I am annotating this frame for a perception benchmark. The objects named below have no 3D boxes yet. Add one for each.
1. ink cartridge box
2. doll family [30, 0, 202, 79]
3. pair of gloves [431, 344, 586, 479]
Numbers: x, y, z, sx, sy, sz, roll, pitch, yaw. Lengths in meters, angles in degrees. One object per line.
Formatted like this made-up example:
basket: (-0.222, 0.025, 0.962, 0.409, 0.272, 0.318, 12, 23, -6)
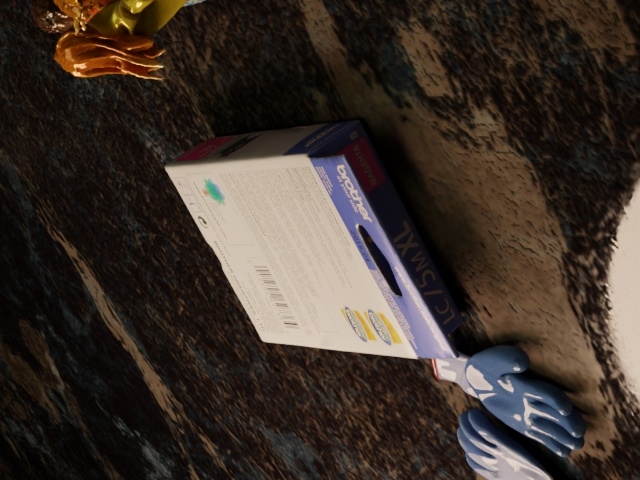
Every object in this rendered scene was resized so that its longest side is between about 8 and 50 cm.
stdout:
ink cartridge box: (0.000, 0.000, 1.293, 0.185, 0.065, 0.311, 61, 157, -15)
doll family: (-0.127, -0.197, 1.140, 0.118, 0.163, 0.263, 49, 155, 12)
pair of gloves: (0.154, 0.149, 1.259, 0.159, 0.023, 0.198, 27, 145, 42)
